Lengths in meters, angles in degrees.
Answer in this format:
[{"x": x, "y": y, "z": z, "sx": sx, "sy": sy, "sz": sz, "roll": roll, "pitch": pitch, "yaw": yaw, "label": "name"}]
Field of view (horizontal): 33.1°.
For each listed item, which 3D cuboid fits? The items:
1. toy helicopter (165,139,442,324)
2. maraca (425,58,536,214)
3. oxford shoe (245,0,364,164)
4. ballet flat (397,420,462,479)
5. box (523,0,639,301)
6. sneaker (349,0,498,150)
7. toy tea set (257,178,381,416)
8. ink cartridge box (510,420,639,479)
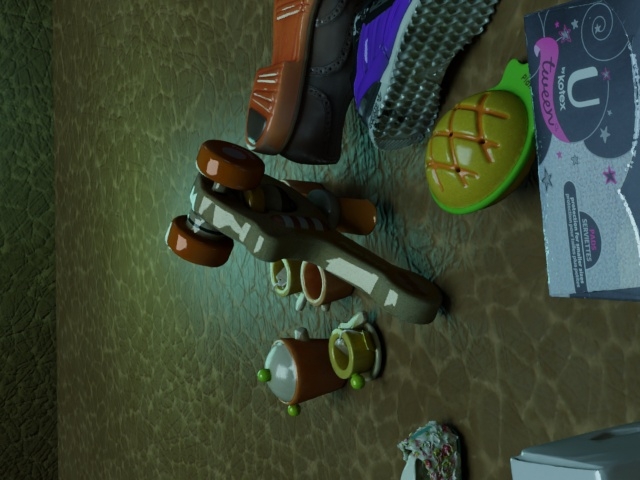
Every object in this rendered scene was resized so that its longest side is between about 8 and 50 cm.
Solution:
[{"x": 0.000, "y": 0.000, "z": 1.351, "sx": 0.355, "sy": 0.235, "sz": 0.140, "roll": 31, "pitch": 111, "yaw": 19, "label": "toy helicopter"}, {"x": 0.178, "y": -0.108, "z": 1.112, "sx": 0.185, "sy": 0.099, "sz": 0.127, "roll": -50, "pitch": 43, "yaw": 21, "label": "maraca"}, {"x": 0.013, "y": -0.274, "z": 1.376, "sx": 0.130, "sy": 0.133, "sz": 0.363, "roll": 25, "pitch": 99, "yaw": 66, "label": "oxford shoe"}, {"x": 0.132, "y": 0.339, "z": 1.302, "sx": 0.091, "sy": 0.077, "sz": 0.240, "roll": -5, "pitch": 91, "yaw": 61, "label": "ballet flat"}, {"x": 0.274, "y": -0.079, "z": 0.880, "sx": 0.163, "sy": 0.142, "sz": 0.247, "roll": -2, "pitch": 93, "yaw": 62, "label": "box"}, {"x": 0.096, "y": -0.250, "z": 1.225, "sx": 0.146, "sy": 0.102, "sz": 0.293, "roll": 66, "pitch": 147, "yaw": 32, "label": "sneaker"}, {"x": -0.039, "y": 0.078, "z": 1.520, "sx": 0.200, "sy": 0.124, "sz": 0.336, "roll": -52, "pitch": 51, "yaw": 53, "label": "toy tea set"}, {"x": 0.281, "y": 0.295, "z": 0.880, "sx": 0.115, "sy": 0.198, "sz": 0.272, "roll": -10, "pitch": 87, "yaw": 62, "label": "ink cartridge box"}]
